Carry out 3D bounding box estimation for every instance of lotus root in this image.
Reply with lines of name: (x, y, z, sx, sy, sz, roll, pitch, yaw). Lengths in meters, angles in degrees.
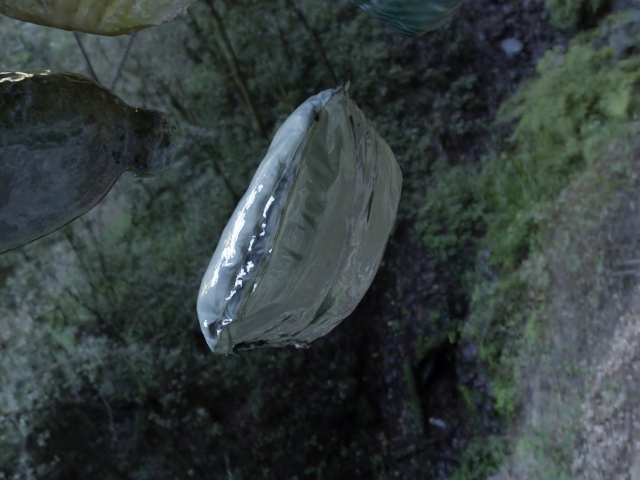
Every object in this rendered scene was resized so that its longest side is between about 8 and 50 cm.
lotus root: (-0.310, -0.071, 0.946, 0.350, 0.175, 0.175, -20, 34, -17)

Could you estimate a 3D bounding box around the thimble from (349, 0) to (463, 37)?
thimble: (0.031, -0.146, 0.378, 0.090, 0.118, 0.135, 27, 32, -11)

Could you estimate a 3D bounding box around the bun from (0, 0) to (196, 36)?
bun: (-0.200, -0.319, 0.714, 0.365, 0.365, 0.219, -2, 55, 23)

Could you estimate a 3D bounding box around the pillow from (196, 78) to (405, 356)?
pillow: (0.000, 0.000, 0.519, 0.051, 0.229, 0.128, 29, 90, 12)
